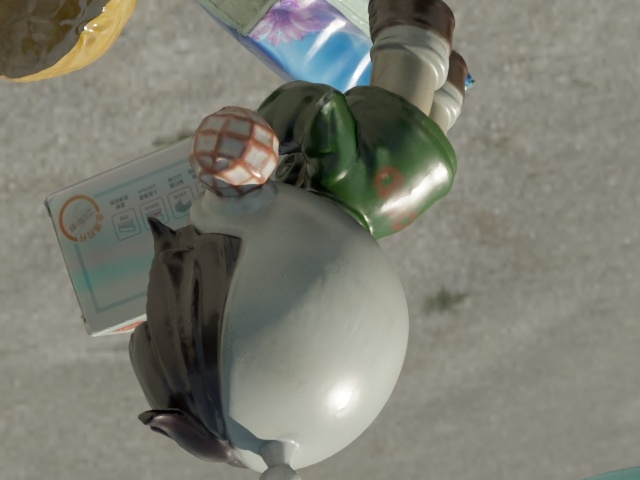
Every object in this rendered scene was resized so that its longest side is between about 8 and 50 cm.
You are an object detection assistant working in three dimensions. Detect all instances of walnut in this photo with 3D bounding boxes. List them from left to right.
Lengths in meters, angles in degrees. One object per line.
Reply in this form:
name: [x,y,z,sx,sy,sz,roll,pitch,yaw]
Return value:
walnut: [-0.244,-0.248,1.429,0.193,0.193,0.226,3,141,-18]

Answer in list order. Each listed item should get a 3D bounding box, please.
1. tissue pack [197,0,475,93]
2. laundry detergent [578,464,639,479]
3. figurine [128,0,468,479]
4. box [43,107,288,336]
tissue pack: [0.008,-0.232,1.785,0.263,0.198,0.146,37,95,-35]
laundry detergent: [0.120,0.246,0.582,0.287,0.287,0.305,1,152,-12]
figurine: [0.000,0.000,1.055,0.167,0.370,0.281,14,149,23]
box: [-0.094,-0.022,1.362,0.269,0.135,0.079,-21,173,18]
